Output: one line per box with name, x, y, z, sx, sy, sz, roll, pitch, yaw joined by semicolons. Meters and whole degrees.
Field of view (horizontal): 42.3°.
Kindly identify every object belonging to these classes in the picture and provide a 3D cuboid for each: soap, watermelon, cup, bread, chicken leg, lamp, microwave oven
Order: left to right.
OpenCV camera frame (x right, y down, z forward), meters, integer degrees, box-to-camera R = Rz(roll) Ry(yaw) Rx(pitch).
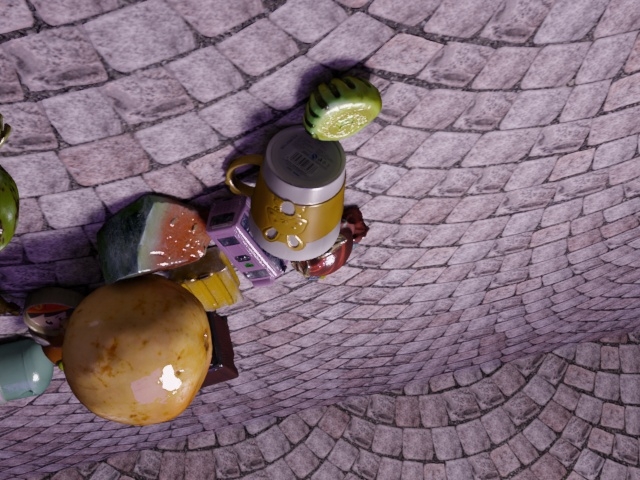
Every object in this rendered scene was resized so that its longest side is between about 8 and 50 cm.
chicken leg;-0.718;0.136;1.790;0.093;0.070;0.178;-4;166;20
watermelon;-0.302;0.001;1.697;0.256;0.140;0.192;-1;162;-45
microwave oven;-0.365;0.302;2.214;0.247;0.178;0.188;-18;156;5
soap;-0.270;0.100;1.956;0.140;0.073;0.232;-14;157;0
cup;-0.065;-0.099;1.551;0.241;0.186;0.226;18;147;2
lamp;0.001;0.011;1.828;0.215;0.151;0.223;-28;155;37
bread;0.034;-0.228;1.415;0.129;0.071;0.139;-5;153;-28

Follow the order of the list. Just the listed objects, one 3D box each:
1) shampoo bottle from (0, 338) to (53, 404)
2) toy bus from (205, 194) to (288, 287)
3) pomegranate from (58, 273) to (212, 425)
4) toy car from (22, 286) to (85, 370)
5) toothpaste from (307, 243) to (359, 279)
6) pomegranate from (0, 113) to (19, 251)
shampoo bottle;-0.844;0.341;2.055;0.349;0.151;0.222;-11;154;-11
toy bus;-0.146;0.001;1.701;0.096;0.108;0.199;-10;136;28
pomegranate;-0.399;0.222;1.756;0.342;0.343;0.342;-13;156;-6
toy car;-0.590;0.186;1.916;0.235;0.145;0.235;0;140;0
toothpaste;0.034;0.037;2.033;0.070;0.044;0.193;0;152;-30
pomegranate;-0.559;-0.079;1.270;0.211;0.211;0.263;12;110;-46
